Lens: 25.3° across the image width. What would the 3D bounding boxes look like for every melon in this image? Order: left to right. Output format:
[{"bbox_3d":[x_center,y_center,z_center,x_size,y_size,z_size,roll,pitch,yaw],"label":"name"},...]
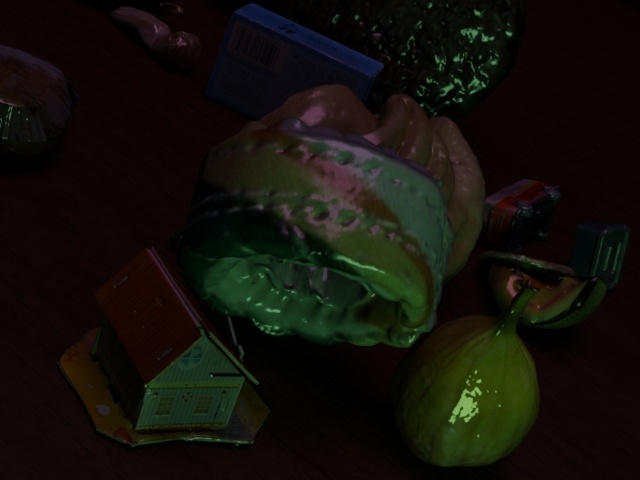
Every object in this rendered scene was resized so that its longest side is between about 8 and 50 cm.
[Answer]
[{"bbox_3d":[0.303,0.082,1.856,0.160,0.079,0.128,4,-11,40],"label":"melon"}]

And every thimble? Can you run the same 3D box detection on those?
[{"bbox_3d":[0.000,0.000,1.501,0.288,0.254,0.167,18,66,-7],"label":"thimble"}]

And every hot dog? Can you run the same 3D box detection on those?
[{"bbox_3d":[-0.395,-0.180,1.814,0.162,0.082,0.270,26,17,-11],"label":"hot dog"}]

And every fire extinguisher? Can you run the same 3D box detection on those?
[{"bbox_3d":[-0.144,0.017,1.692,0.083,0.022,0.028,36,-7,24],"label":"fire extinguisher"}]

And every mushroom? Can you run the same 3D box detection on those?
[{"bbox_3d":[-0.261,-0.327,2.229,0.059,0.054,0.202,3,26,-46],"label":"mushroom"}]

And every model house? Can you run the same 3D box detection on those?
[{"bbox_3d":[-0.145,0.089,1.432,0.207,0.136,0.219,3,32,-31],"label":"model house"}]

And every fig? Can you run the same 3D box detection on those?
[{"bbox_3d":[0.167,0.129,1.475,0.159,0.257,0.159,14,43,-13],"label":"fig"}]

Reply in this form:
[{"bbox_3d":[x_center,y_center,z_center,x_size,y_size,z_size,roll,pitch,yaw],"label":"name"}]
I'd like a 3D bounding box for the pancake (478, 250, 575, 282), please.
[{"bbox_3d":[0.281,0.037,1.924,0.129,0.023,0.116,14,-11,-16],"label":"pancake"}]

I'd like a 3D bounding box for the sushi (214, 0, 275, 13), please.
[{"bbox_3d":[-0.055,-0.545,2.582,0.351,0.240,0.396,-6,34,-42],"label":"sushi"}]

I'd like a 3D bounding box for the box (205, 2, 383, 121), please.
[{"bbox_3d":[-0.040,-0.239,2.123,0.232,0.143,0.083,25,26,7],"label":"box"}]

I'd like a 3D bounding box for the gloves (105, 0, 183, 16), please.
[{"bbox_3d":[-0.305,-0.413,2.316,0.180,0.106,0.129,43,7,1],"label":"gloves"}]

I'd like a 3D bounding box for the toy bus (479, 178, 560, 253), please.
[{"bbox_3d":[0.286,-0.038,2.078,0.077,0.079,0.174,25,26,25],"label":"toy bus"}]

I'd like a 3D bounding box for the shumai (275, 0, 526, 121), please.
[{"bbox_3d":[0.128,-0.357,2.343,0.395,0.395,0.348,23,6,2],"label":"shumai"}]

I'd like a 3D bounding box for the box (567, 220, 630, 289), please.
[{"bbox_3d":[0.394,0.019,2.031,0.054,0.099,0.074,23,21,38],"label":"box"}]

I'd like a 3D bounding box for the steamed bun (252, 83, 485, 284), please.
[{"bbox_3d":[0.047,-0.077,1.801,0.372,0.230,0.325,3,29,-30],"label":"steamed bun"}]
